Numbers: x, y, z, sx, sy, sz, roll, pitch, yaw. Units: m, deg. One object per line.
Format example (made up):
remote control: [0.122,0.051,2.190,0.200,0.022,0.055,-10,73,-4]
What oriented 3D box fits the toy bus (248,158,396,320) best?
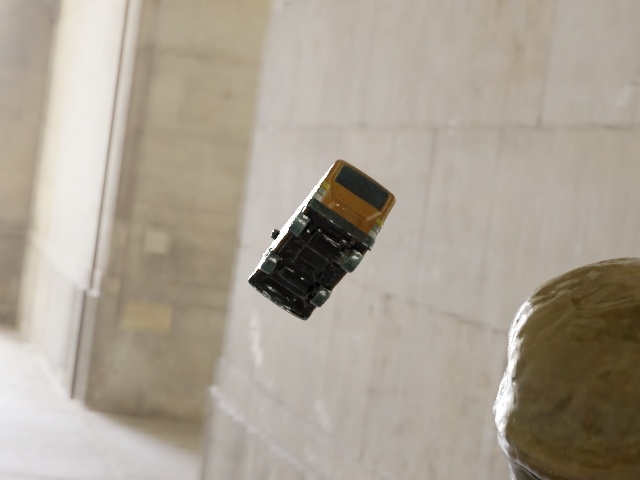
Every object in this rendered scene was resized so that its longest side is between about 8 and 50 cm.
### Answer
toy bus: [0.000,0.000,1.791,0.091,0.103,0.182,34,-38,-4]

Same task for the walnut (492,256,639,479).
walnut: [0.267,0.126,1.213,0.283,0.227,0.283,-7,24,3]
